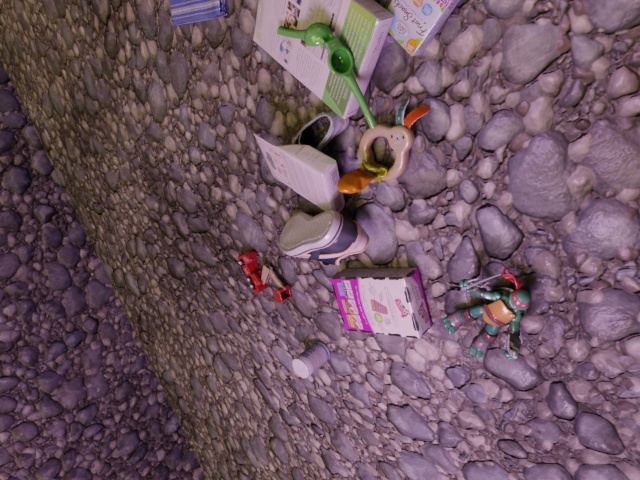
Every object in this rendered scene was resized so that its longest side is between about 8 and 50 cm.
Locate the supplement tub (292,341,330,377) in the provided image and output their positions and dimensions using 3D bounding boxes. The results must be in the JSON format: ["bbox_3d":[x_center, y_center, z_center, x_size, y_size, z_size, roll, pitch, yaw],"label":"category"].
[{"bbox_3d":[-0.027,0.367,1.361,0.071,0.107,0.071,21,123,35],"label":"supplement tub"}]

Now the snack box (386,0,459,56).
[{"bbox_3d":[0.185,-0.428,0.803,0.100,0.037,0.141,52,138,12],"label":"snack box"}]

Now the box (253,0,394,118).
[{"bbox_3d":[-0.012,-0.449,0.938,0.322,0.058,0.232,47,145,17],"label":"box"}]

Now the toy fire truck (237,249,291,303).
[{"bbox_3d":[-0.182,0.114,1.419,0.135,0.047,0.192,-21,95,46],"label":"toy fire truck"}]

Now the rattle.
[{"bbox_3d":[0.122,-0.199,0.913,0.200,0.143,0.130,-45,60,52],"label":"rattle"}]

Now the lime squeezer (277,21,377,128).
[{"bbox_3d":[0.013,-0.358,0.881,0.310,0.059,0.110,48,145,11],"label":"lime squeezer"}]

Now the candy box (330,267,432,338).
[{"bbox_3d":[0.149,0.152,1.112,0.234,0.071,0.159,-3,108,45],"label":"candy box"}]

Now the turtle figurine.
[{"bbox_3d":[0.352,0.153,0.892,0.175,0.118,0.234,61,155,22],"label":"turtle figurine"}]

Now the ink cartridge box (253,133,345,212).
[{"bbox_3d":[-0.047,-0.173,1.083,0.225,0.056,0.181,37,164,26],"label":"ink cartridge box"}]

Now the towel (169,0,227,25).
[{"bbox_3d":[-0.351,-0.752,1.138,0.243,0.040,0.335,15,121,38],"label":"towel"}]

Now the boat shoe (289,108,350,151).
[{"bbox_3d":[-0.027,-0.246,1.063,0.227,0.081,0.079,-31,88,46],"label":"boat shoe"}]

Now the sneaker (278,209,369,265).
[{"bbox_3d":[0.000,0.000,1.130,0.321,0.128,0.126,2,68,64],"label":"sneaker"}]
